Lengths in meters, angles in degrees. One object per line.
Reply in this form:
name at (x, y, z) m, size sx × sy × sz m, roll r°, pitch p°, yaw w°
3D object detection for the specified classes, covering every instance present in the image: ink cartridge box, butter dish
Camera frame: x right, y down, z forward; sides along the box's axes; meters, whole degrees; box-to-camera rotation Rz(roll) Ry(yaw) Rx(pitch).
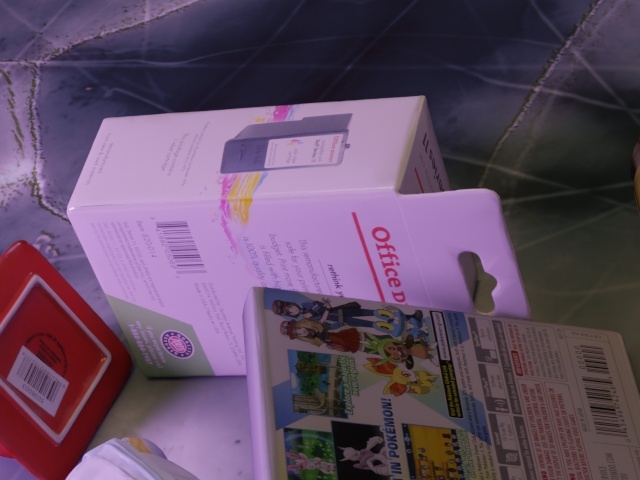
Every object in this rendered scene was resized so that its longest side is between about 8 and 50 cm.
ink cartridge box at (0.000, 0.000, 1.536) m, size 0.353 × 0.207 × 0.119 m, roll -2°, pitch 43°, yaw 20°
butter dish at (-0.264, 0.110, 1.590) m, size 0.118 × 0.160 × 0.160 m, roll -18°, pitch 32°, yaw 40°

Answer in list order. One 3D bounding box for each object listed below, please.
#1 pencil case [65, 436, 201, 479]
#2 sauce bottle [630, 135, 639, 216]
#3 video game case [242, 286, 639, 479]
pencil case at (-0.077, 0.241, 1.355) m, size 0.113 × 0.124 × 0.273 m, roll -40°, pitch 42°, yaw -23°
sauce bottle at (0.313, 0.038, 1.441) m, size 0.111 × 0.111 × 0.344 m, roll -13°, pitch 41°, yaw 9°
video game case at (0.100, 0.166, 1.332) m, size 0.300 × 0.036 × 0.329 m, roll 8°, pitch 39°, yaw -12°
